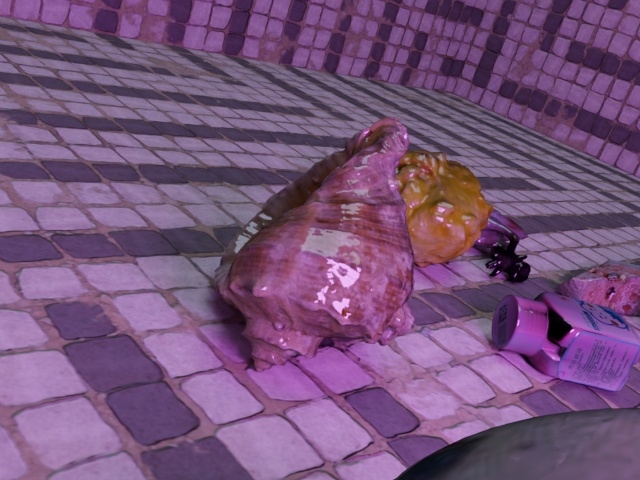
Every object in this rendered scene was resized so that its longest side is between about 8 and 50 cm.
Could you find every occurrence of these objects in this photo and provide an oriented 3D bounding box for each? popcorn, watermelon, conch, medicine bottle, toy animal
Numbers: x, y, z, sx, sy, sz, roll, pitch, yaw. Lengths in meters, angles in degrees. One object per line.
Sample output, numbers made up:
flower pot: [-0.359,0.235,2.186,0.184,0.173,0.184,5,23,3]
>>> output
popcorn: [0.164,-0.045,1.255,0.266,0.192,0.233,-25,59,-28]
watermelon: [0.535,0.084,1.359,0.241,0.095,0.154,-5,24,-41]
conch: [0.011,0.019,0.896,0.352,0.210,0.297,-43,26,-29]
medicine bottle: [0.351,0.139,1.036,0.187,0.094,0.119,15,22,-11]
toy animal: [0.281,-0.033,1.408,0.324,0.091,0.195,30,29,26]

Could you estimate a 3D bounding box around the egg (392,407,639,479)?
egg: [0.184,0.248,0.296,0.427,0.345,0.345,25,22,25]
